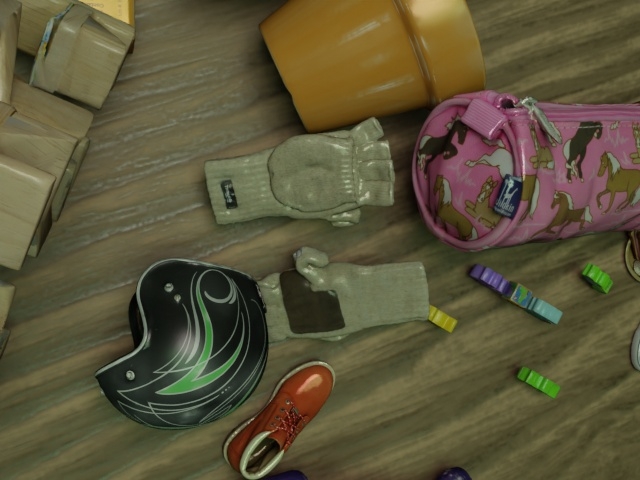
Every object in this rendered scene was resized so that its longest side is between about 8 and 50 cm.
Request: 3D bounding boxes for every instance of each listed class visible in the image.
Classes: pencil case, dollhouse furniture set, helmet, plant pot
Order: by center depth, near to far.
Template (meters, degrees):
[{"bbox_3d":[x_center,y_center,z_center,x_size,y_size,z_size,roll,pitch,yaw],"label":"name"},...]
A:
[{"bbox_3d":[-0.362,-0.022,0.668,0.256,0.362,0.394,23,116,-16],"label":"dollhouse furniture set"},{"bbox_3d":[-0.138,0.111,0.819,0.169,0.169,0.162,9,73,-15],"label":"helmet"},{"bbox_3d":[0.045,-0.208,0.852,0.187,0.205,0.205,-25,98,3],"label":"plant pot"},{"bbox_3d":[0.291,-0.081,0.887,0.386,0.167,0.160,-5,89,-32],"label":"pencil case"}]

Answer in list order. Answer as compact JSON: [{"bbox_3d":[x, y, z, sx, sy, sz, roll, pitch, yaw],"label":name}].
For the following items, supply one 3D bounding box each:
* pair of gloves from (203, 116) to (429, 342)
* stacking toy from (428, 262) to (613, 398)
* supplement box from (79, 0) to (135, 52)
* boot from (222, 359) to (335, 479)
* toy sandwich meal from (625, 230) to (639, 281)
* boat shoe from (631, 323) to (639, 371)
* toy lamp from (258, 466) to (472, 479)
[{"bbox_3d":[0.000,0.000,0.872,0.204,0.042,0.240,-14,109,13],"label":"pair of gloves"},{"bbox_3d":[0.235,0.067,0.977,0.221,0.052,0.167,32,85,-15],"label":"stacking toy"},{"bbox_3d":[-0.228,-0.314,0.827,0.078,0.080,0.234,1,90,-14],"label":"supplement box"},{"bbox_3d":[-0.036,0.199,0.889,0.158,0.084,0.059,-45,100,-11],"label":"boot"},{"bbox_3d":[0.428,0.015,1.033,0.085,0.029,0.086,0,92,-15],"label":"toy sandwich meal"},{"bbox_3d":[0.446,0.106,1.034,0.049,0.040,0.142,31,84,-14],"label":"boat shoe"},{"bbox_3d":[0.042,0.290,0.893,0.274,0.080,0.080,3,91,-25],"label":"toy lamp"}]
